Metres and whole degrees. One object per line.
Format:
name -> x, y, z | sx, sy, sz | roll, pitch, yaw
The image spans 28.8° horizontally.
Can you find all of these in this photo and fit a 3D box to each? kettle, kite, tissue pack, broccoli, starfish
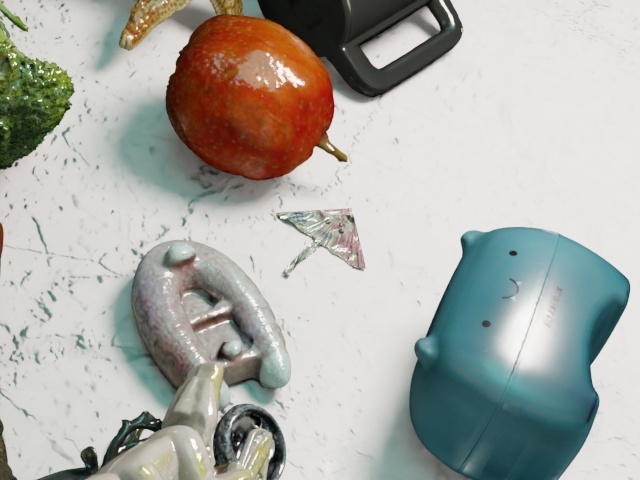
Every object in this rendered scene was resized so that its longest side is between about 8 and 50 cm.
kettle -> 0.072, -0.384, 1.847 | 0.203, 0.262, 0.308 | 12, 40, 40
kite -> 0.000, 0.000, 1.592 | 0.139, 0.011, 0.156 | 33, 49, 17
tissue pack -> 0.214, 0.124, 1.413 | 0.206, 0.198, 0.287 | 25, 50, 6
broccoli -> -0.427, -0.201, 1.458 | 0.304, 0.321, 0.283 | 3, 87, -42
starfish -> -0.200, -0.403, 1.767 | 0.327, 0.094, 0.375 | -35, 91, -45

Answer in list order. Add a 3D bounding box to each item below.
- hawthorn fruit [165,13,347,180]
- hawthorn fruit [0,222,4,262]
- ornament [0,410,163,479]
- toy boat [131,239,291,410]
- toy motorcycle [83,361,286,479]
hawthorn fruit -> -0.071, -0.173, 1.602 | 0.253, 0.205, 0.205 | 25, 48, 0
hawthorn fruit -> -0.484, 0.009, 1.258 | 0.324, 0.308, 0.308 | 26, 47, -13
ornament -> -0.275, 0.210, 1.293 | 0.236, 0.080, 0.202 | -15, 61, -23
toy boat -> -0.129, 0.085, 1.433 | 0.155, 0.085, 0.227 | -19, 58, -27
toy motorcycle -> -0.141, 0.272, 1.213 | 0.223, 0.108, 0.341 | 46, 44, -25
